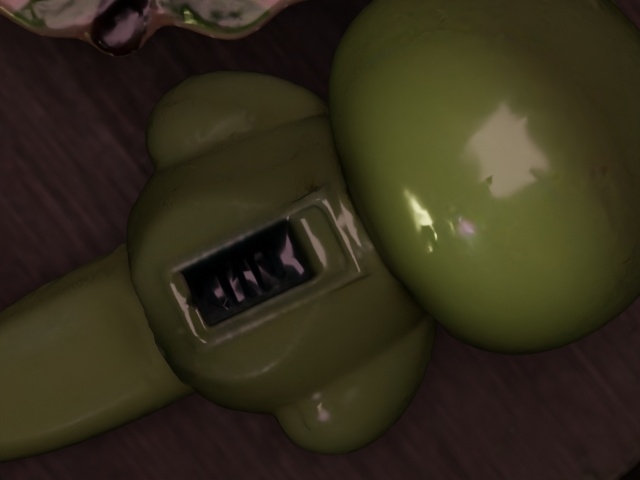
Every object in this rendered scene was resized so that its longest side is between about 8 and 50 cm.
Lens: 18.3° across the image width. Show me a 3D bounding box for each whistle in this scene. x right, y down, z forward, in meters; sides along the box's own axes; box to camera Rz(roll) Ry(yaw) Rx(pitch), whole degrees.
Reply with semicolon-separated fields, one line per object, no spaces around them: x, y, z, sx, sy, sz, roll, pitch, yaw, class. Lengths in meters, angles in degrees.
0.005;-0.003;0.688;0.294;0.141;0.141;-24;88;29;whistle

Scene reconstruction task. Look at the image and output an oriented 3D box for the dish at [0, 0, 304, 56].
-0.057;-0.154;0.690;0.213;0.090;0.213;0;85;2;dish
